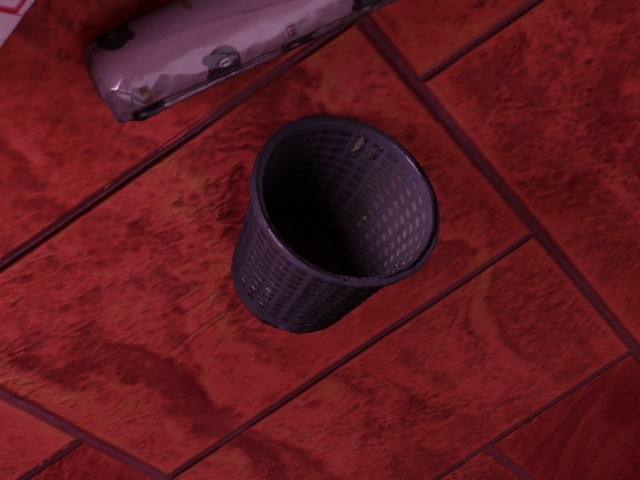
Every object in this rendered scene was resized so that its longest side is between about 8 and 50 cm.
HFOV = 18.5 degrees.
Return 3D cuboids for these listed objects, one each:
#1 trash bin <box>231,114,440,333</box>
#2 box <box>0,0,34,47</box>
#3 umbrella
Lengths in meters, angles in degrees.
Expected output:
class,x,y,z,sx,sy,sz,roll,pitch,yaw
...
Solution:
class,x,y,z,sx,sy,sz,roll,pitch,yaw
trash bin,0.000,0.000,1.770,0.175,0.175,0.161,-13,157,-27
box,-0.263,-0.221,1.259,0.210,0.095,0.330,7,133,-47
umbrella,-0.022,-0.188,1.538,0.337,0.073,0.067,-26,169,-9
